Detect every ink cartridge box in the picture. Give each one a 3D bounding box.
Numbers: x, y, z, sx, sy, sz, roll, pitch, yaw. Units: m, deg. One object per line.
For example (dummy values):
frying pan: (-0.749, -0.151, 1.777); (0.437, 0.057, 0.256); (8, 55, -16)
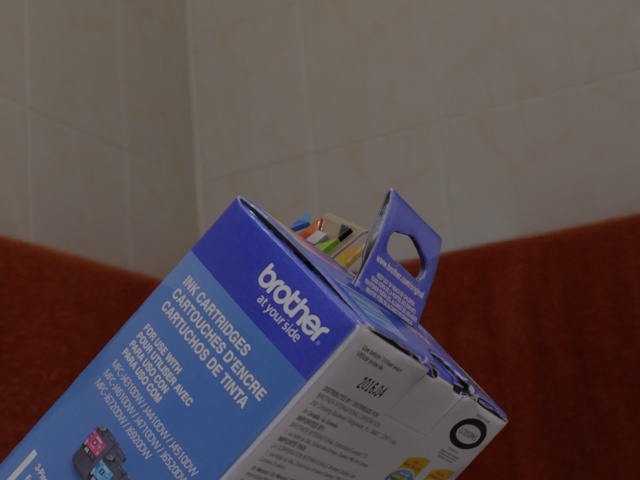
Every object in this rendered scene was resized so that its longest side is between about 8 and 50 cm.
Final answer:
ink cartridge box: (-0.040, 0.150, 0.753); (0.395, 0.151, 0.270); (-46, -35, 4)

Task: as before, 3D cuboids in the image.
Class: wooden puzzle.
wooden puzzle: (0.000, 0.000, 0.978); (0.078, 0.014, 0.116); (-39, 32, -25)
